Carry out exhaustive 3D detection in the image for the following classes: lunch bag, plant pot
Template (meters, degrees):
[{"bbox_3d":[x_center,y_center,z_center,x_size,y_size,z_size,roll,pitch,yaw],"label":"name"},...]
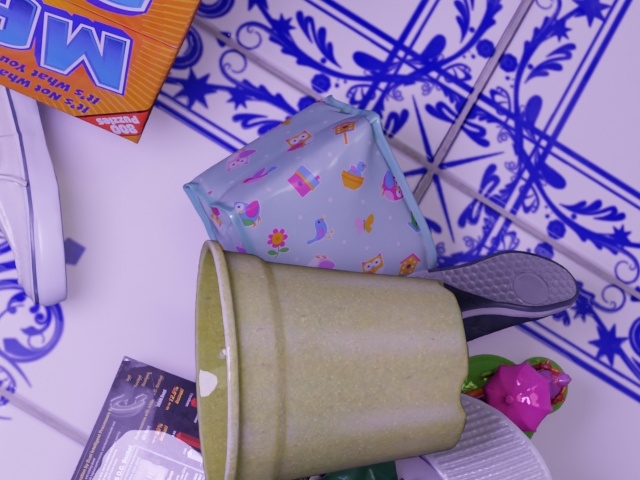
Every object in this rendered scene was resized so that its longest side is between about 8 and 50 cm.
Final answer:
[{"bbox_3d":[0.000,0.000,1.781,0.223,0.160,0.262,-34,121,-16],"label":"lunch bag"},{"bbox_3d":[0.011,0.134,1.598,0.254,0.276,0.276,-1,80,-11],"label":"plant pot"}]

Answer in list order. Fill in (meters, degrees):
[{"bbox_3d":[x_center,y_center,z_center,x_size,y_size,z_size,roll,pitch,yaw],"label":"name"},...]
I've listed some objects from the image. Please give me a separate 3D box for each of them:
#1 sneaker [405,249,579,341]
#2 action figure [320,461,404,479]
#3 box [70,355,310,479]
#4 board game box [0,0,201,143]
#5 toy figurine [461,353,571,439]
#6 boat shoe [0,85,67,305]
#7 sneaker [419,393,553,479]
[{"bbox_3d":[0.176,0.091,1.805,0.226,0.163,0.086,-5,57,-15],"label":"sneaker"},{"bbox_3d":[-0.010,0.331,1.775,0.232,0.063,0.137,-14,86,-11],"label":"action figure"},{"bbox_3d":[-0.162,0.313,1.707,0.242,0.076,0.307,20,76,7],"label":"box"},{"bbox_3d":[-0.260,-0.396,1.642,0.357,0.356,0.356,23,53,-8],"label":"board game box"},{"bbox_3d":[0.238,0.182,1.800,0.173,0.159,0.130,-19,85,-15],"label":"toy figurine"},{"bbox_3d":[-0.385,-0.094,1.731,0.156,0.136,0.367,-12,80,-14],"label":"boat shoe"},{"bbox_3d":[0.152,0.227,1.760,0.282,0.161,0.102,37,83,22],"label":"sneaker"}]
